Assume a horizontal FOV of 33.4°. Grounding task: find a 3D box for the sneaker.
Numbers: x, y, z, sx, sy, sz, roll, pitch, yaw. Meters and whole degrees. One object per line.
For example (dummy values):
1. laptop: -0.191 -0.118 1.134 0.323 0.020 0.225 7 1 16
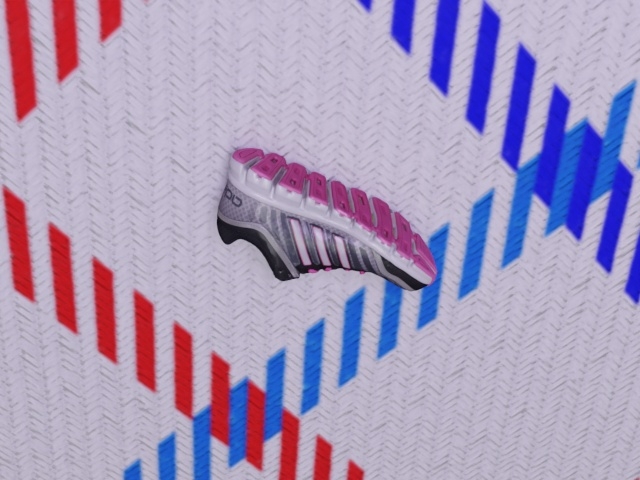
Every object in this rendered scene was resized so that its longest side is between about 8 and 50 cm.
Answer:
1. sneaker: 0.000 0.000 0.759 0.170 0.063 0.075 25 117 -14
